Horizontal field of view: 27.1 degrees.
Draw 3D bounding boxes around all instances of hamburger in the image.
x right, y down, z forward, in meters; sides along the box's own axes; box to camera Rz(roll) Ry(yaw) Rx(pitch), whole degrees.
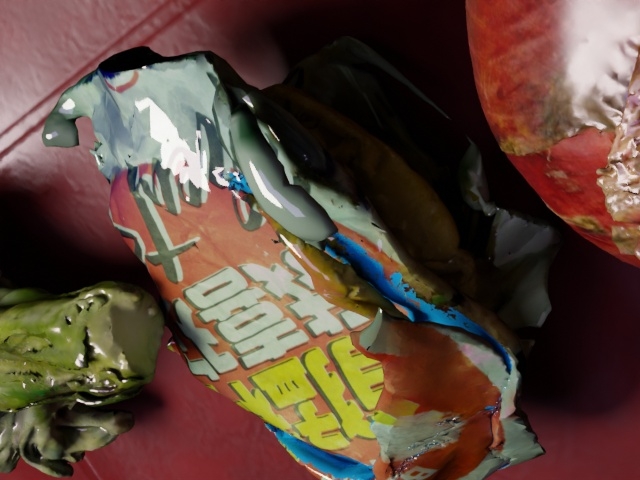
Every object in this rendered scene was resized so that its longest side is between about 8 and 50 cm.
[{"bbox_3d":[0.004,-0.006,0.683,0.260,0.150,0.276,17,140,45],"label":"hamburger"}]

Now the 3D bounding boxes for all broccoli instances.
[{"bbox_3d":[-0.183,0.091,0.802,0.275,0.177,0.198,9,138,33],"label":"broccoli"}]

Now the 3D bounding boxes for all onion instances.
[{"bbox_3d":[0.168,-0.082,0.520,0.248,0.161,0.248,4,116,7],"label":"onion"}]
